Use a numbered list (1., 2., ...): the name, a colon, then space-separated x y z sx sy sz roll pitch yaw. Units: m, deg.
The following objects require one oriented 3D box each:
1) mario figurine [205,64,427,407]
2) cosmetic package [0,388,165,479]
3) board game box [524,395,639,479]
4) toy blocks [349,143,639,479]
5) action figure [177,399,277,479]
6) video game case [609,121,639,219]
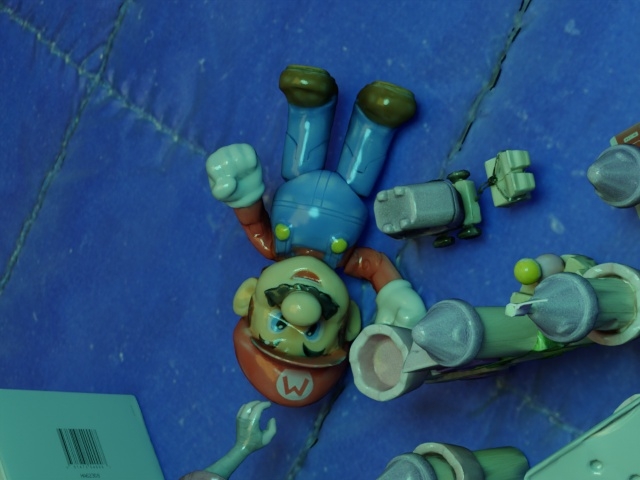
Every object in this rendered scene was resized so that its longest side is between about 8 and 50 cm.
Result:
1. mario figurine: 0.000 0.000 1.568 0.198 0.170 0.321 9 88 37
2. cosmetic package: -0.324 0.267 1.750 0.224 0.224 0.138 -38 62 28
3. board game box: 0.407 0.212 1.164 0.390 0.050 0.390 -39 93 28
4. toy blocks: 0.139 0.062 1.360 0.288 0.260 0.309 -20 76 41
5. action figure: -0.134 0.322 1.550 0.248 0.275 0.370 64 150 7
6. video game case: 0.390 -0.060 1.353 0.285 0.025 0.204 -31 66 31
